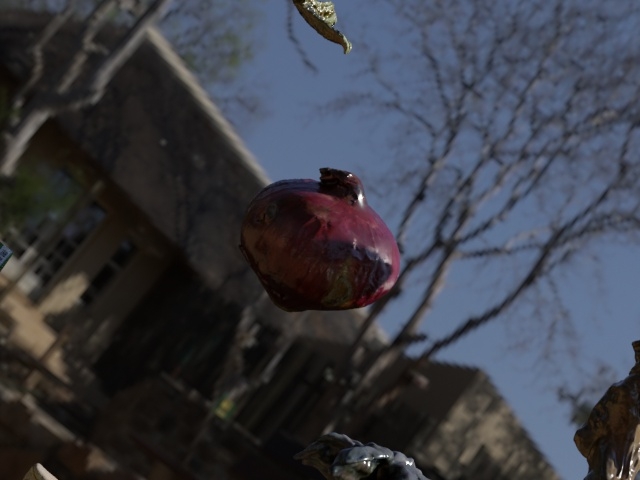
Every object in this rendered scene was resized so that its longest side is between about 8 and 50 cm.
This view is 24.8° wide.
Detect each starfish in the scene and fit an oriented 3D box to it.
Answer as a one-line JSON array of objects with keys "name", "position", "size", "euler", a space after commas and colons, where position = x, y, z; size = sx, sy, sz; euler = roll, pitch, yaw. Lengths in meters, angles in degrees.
[{"name": "starfish", "position": [-0.015, -0.306, 1.699], "size": [0.208, 0.053, 0.176], "euler": [-89, 159, -72]}]

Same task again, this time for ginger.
[{"name": "ginger", "position": [0.378, 0.198, 1.701], "size": [0.122, 0.290, 0.084], "euler": [27, -18, 19]}]

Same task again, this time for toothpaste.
[{"name": "toothpaste", "position": [-0.213, 0.018, 0.926], "size": [0.017, 0.020, 0.083], "euler": [41, -22, -8]}]

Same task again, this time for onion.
[{"name": "onion", "position": [0.000, 0.000, 0.933], "size": [0.107, 0.097, 0.107], "euler": [17, 19, -6]}]

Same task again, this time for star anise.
[{"name": "star anise", "position": [0.065, 0.235, 1.419], "size": [0.181, 0.061, 0.204], "euler": [27, -4, 44]}]

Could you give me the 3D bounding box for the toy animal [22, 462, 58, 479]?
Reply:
[{"name": "toy animal", "position": [-0.360, 0.373, 1.623], "size": [0.154, 0.250, 0.166], "euler": [63, 3, 31]}]
